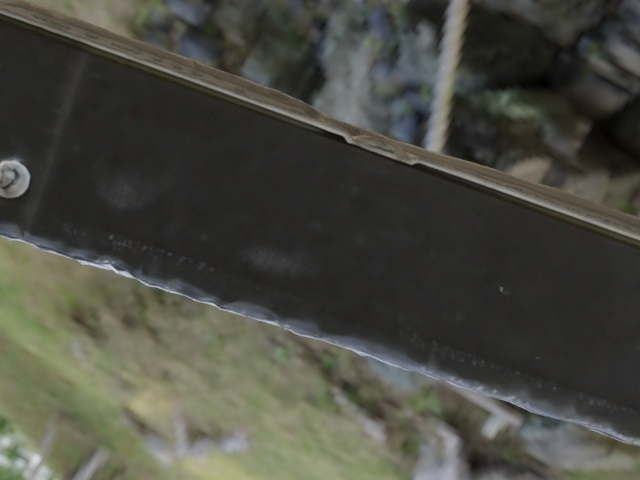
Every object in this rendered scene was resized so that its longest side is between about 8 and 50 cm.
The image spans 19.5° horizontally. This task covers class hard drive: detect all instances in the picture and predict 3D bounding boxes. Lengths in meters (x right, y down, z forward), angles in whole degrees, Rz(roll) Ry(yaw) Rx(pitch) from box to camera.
[{"bbox_3d":[0.000,0.000,0.607,0.339,0.064,0.237,18,178,-9],"label":"hard drive"}]
